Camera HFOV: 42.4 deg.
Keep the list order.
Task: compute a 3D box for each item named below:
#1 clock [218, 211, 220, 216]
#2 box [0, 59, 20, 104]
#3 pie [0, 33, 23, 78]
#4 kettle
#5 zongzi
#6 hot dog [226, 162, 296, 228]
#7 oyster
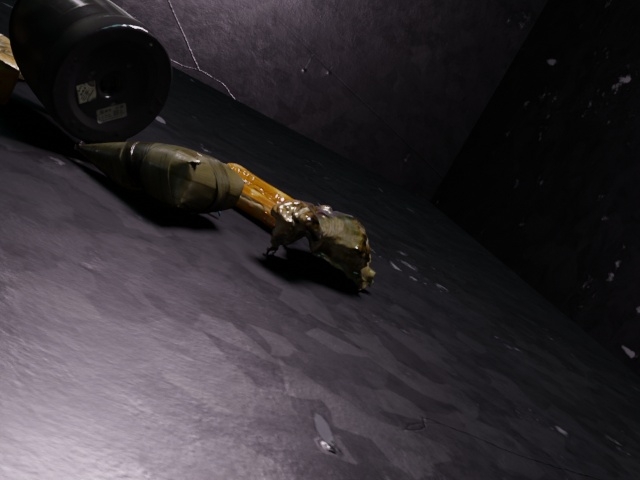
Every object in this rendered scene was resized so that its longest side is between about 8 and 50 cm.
[{"bbox_3d":[-0.249,-0.096,1.572,0.147,0.045,0.108,26,12,-20],"label":"clock"},{"bbox_3d":[-0.691,-0.334,1.434,0.274,0.076,0.174,30,12,5],"label":"box"},{"bbox_3d":[-0.706,-0.400,1.764,0.185,0.052,0.218,41,17,25],"label":"pie"},{"bbox_3d":[-0.444,-0.319,1.522,0.228,0.321,0.324,-27,50,-25],"label":"kettle"},{"bbox_3d":[-0.278,-0.116,1.461,0.242,0.112,0.221,16,1,24],"label":"zongzi"},{"bbox_3d":[-0.140,-0.086,1.755,0.250,0.076,0.104,29,30,18],"label":"hot dog"},{"bbox_3d":[-0.005,-0.005,1.574,0.197,0.133,0.337,27,4,30],"label":"oyster"}]
